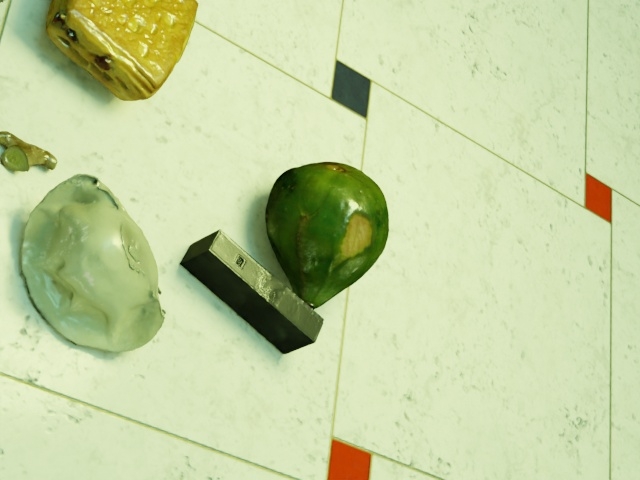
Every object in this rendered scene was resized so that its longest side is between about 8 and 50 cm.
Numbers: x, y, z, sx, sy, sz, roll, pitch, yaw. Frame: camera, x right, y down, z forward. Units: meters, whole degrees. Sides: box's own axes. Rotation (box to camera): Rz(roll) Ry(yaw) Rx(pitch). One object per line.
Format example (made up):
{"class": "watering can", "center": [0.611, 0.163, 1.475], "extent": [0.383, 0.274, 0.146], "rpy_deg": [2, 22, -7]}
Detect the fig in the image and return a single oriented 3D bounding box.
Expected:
{"class": "fig", "center": [0.000, 0.000, 1.952], "extent": [0.195, 0.195, 0.245], "rpy_deg": [15, 96, -37]}

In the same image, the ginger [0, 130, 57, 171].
{"class": "ginger", "center": [-0.398, -0.114, 1.718], "extent": [0.097, 0.030, 0.048], "rpy_deg": [27, 55, -29]}

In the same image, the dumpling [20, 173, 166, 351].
{"class": "dumpling", "center": [-0.305, 0.041, 1.691], "extent": [0.172, 0.142, 0.247], "rpy_deg": [-26, 99, -10]}

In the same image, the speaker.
{"class": "speaker", "center": [-0.100, 0.078, 1.874], "extent": [0.218, 0.082, 0.044], "rpy_deg": [42, 50, -19]}

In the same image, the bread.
{"class": "bread", "center": [-0.294, -0.326, 1.858], "extent": [0.210, 0.099, 0.235], "rpy_deg": [39, 45, -26]}

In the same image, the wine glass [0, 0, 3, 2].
{"class": "wine glass", "center": [-0.494, -0.325, 1.695], "extent": [0.155, 0.072, 0.072], "rpy_deg": [-34, 97, -45]}
